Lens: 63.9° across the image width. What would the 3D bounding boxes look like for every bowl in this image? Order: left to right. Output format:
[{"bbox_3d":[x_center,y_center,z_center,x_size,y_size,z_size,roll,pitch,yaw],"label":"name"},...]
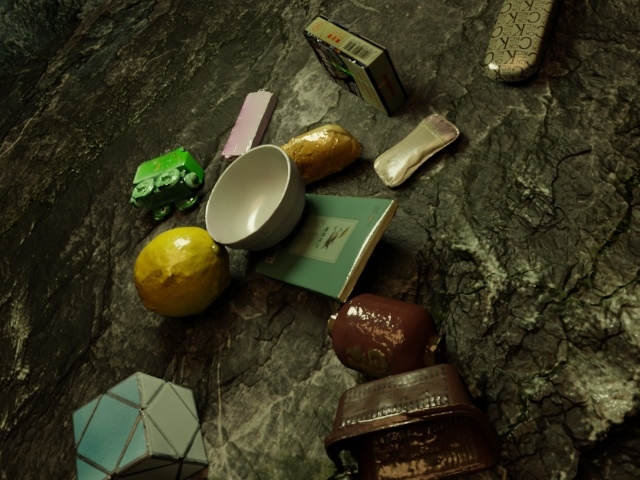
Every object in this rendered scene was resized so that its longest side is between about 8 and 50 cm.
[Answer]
[{"bbox_3d":[-0.151,-0.091,1.344,0.287,0.144,0.286,-20,52,28],"label":"bowl"}]

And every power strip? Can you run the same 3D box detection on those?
[{"bbox_3d":[-0.228,-0.373,1.669,0.109,0.037,0.278,5,65,30],"label":"power strip"}]

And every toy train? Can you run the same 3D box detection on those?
[{"bbox_3d":[-0.491,-0.184,1.649,0.243,0.132,0.188,-16,48,20],"label":"toy train"}]

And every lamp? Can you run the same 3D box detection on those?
[{"bbox_3d":[0.129,0.206,1.063,0.258,0.180,0.180,9,68,33],"label":"lamp"}]

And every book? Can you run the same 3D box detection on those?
[{"bbox_3d":[0.000,0.000,1.258,0.379,0.031,0.264,13,68,55],"label":"book"}]

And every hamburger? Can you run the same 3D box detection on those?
[{"bbox_3d":[-0.018,-0.237,1.421,0.262,0.131,0.124,-21,55,22],"label":"hamburger"}]

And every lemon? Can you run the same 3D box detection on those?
[{"bbox_3d":[-0.367,0.084,1.359,0.288,0.233,0.233,-33,52,21],"label":"lemon"}]

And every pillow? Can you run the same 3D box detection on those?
[{"bbox_3d":[0.244,-0.237,1.336,0.233,0.038,0.130,-37,49,7],"label":"pillow"}]

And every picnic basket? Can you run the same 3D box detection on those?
[{"bbox_3d":[0.170,0.344,0.955,0.297,0.222,0.129,-20,33,17],"label":"picnic basket"}]

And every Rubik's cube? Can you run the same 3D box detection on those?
[{"bbox_3d":[-0.414,0.457,1.182,0.205,0.207,0.205,-32,51,8],"label":"Rubik's cube"}]

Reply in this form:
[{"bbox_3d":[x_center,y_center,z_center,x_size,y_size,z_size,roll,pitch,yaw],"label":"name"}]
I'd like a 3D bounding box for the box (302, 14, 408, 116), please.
[{"bbox_3d":[0.098,-0.503,1.468,0.084,0.198,0.310,-44,51,0],"label":"box"}]

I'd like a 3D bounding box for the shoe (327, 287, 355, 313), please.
[{"bbox_3d":[0.033,0.110,1.235,0.077,0.074,0.194,-25,50,28],"label":"shoe"}]

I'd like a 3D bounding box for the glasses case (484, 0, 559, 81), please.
[{"bbox_3d":[0.530,-0.561,1.340,0.137,0.085,0.354,11,68,32],"label":"glasses case"}]
